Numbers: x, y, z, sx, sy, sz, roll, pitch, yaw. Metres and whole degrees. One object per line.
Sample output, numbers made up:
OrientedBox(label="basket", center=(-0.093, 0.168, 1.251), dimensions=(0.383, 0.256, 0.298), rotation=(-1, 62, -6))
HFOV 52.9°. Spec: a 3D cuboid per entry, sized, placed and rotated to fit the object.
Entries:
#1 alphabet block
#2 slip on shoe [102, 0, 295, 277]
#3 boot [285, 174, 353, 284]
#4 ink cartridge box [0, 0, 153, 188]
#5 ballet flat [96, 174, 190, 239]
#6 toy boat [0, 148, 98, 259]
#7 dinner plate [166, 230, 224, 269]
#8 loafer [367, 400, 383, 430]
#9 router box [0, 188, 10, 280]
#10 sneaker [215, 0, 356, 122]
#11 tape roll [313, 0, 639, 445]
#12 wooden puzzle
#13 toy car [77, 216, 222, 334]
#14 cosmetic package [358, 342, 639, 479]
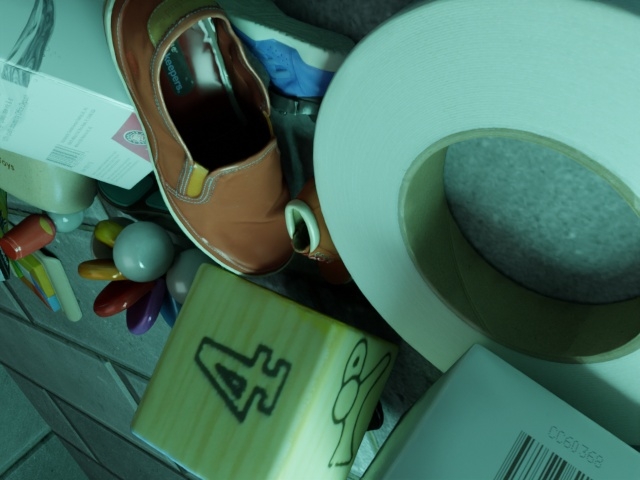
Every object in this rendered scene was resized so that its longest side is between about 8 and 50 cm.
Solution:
OrientedBox(label="alphabet block", center=(-0.054, 0.162, 0.717), dimensions=(0.193, 0.197, 0.192), rotation=(20, 173, 27))
OrientedBox(label="slip on shoe", center=(-0.086, -0.076, 0.580), dimensions=(0.101, 0.123, 0.331), rotation=(38, 156, 40))
OrientedBox(label="boot", center=(0.000, 0.000, 0.663), dimensions=(0.059, 0.084, 0.158), rotation=(23, 141, 29))
OrientedBox(label="ink cartridge box", center=(-0.280, -0.168, 0.635), dimensions=(0.283, 0.117, 0.207), rotation=(18, 159, -30))
OrientedBox(label="ballet flat", center=(-0.226, -0.044, 0.874), dimensions=(0.213, 0.072, 0.068), rotation=(18, 141, 35))
OrientedBox(label="toy boat", center=(-0.437, -0.111, 0.993), dimensions=(0.267, 0.148, 0.318), rotation=(32, 136, 13))
OrientedBox(label="dinner plate", center=(-0.198, 0.008, 0.944), dimensions=(0.141, 0.017, 0.141), rotation=(30, 143, 26))
OrientedBox(label="loafer", center=(-0.013, 0.189, 0.869), dimensions=(0.220, 0.078, 0.080), rotation=(40, 146, 11))
OrientedBox(label="router box", center=(-0.626, -0.107, 1.130), dimensions=(0.309, 0.080, 0.243), rotation=(101, 153, -51))
OrientedBox(label="sneaker", center=(-0.042, -0.158, 0.569), dimensions=(0.152, 0.058, 0.085), rotation=(28, 133, 16))
OrientedBox(label="tape roll", center=(0.166, -0.008, 0.487), dimensions=(0.392, 0.072, 0.392), rotation=(29, 142, 26))
OrientedBox(label="wooden puzzle", center=(-0.664, 0.069, 1.484), dimensions=(0.238, 0.044, 0.221), rotation=(29, 142, 24))
OrientedBox(label="toy car", center=(-0.229, 0.054, 0.845), dimensions=(0.182, 0.136, 0.159), rotation=(32, 167, -32))
OrientedBox(label="cosmetic package", center=(0.151, 0.259, 0.612), dimensions=(0.217, 0.156, 0.385), rotation=(34, 158, 14))
